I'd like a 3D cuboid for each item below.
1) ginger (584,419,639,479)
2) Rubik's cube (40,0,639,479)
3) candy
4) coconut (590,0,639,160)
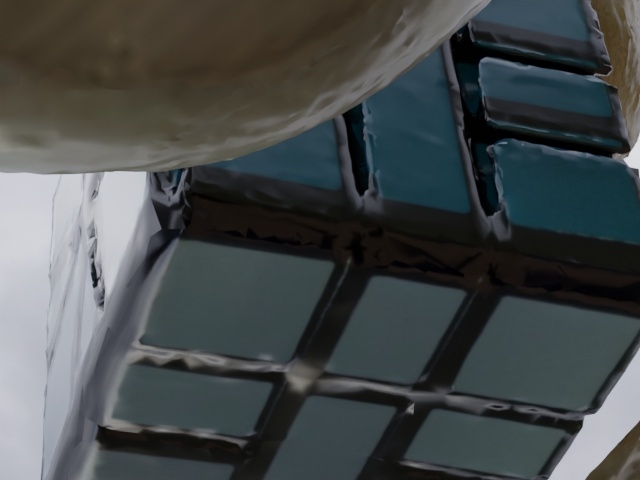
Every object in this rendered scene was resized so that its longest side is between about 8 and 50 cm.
[{"bbox_3d":[0.128,0.151,0.745,0.354,0.190,0.126,-43,-102,3],"label":"ginger"},{"bbox_3d":[0.000,0.000,1.101,0.283,0.288,0.293,9,-47,-14],"label":"Rubik's cube"},{"bbox_3d":[-0.074,-0.210,0.634,0.386,0.186,0.427,45,-124,-17],"label":"candy"},{"bbox_3d":[0.109,-0.155,1.626,0.346,0.346,0.360,22,-114,-36],"label":"coconut"}]
